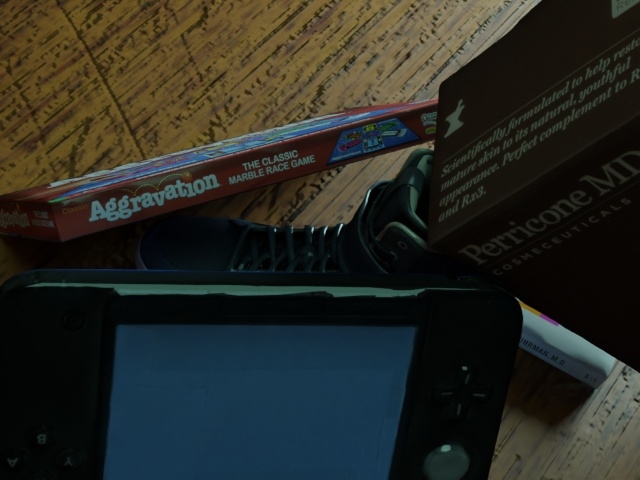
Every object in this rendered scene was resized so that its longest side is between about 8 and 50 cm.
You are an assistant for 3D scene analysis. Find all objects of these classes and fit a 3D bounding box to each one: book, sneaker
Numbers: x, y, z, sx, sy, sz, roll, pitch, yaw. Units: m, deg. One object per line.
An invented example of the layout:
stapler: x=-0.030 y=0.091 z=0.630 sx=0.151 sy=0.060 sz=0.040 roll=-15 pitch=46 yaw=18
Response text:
book: x=0.146 y=0.030 z=0.935 sx=0.144 sy=0.035 sz=0.096 roll=28 pitch=55 yaw=5
sneaker: x=0.001 y=-0.001 z=0.832 sx=0.226 sy=0.163 sz=0.086 roll=17 pitch=53 yaw=-1

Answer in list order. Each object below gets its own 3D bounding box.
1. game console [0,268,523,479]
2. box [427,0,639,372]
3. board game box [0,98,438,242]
game console: x=-0.027 y=0.163 z=0.701 sx=0.293 sy=0.250 sz=0.173 roll=1 pitch=27 yaw=-16
box: x=0.267 y=-0.002 z=0.796 sx=0.381 sy=0.191 sz=0.143 roll=31 pitch=48 yaw=-25
board game box: x=-0.060 y=-0.049 z=0.872 sx=0.281 sy=0.145 sz=0.027 roll=-17 pitch=99 yaw=-26
